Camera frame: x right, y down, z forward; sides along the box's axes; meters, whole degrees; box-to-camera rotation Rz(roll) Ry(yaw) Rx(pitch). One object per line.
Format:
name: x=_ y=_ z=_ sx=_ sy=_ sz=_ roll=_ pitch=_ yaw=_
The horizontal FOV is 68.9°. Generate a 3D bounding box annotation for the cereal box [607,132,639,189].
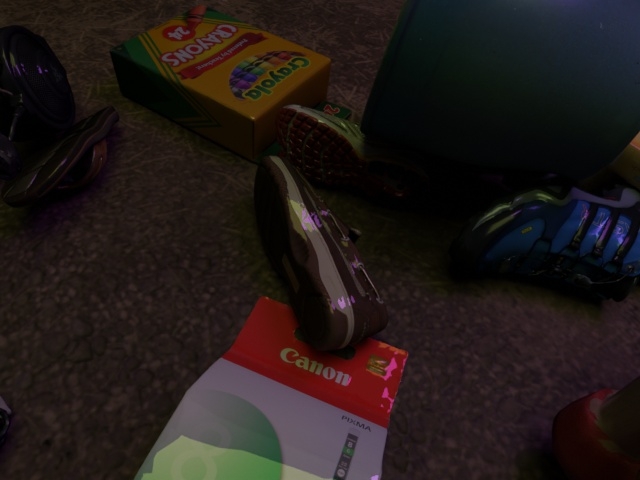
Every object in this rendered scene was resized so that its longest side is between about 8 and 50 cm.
cereal box: x=0.483 y=-0.119 z=0.608 sx=0.240 sy=0.047 sz=0.173 roll=-26 pitch=59 yaw=-29

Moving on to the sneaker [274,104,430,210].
sneaker: x=0.043 y=-0.120 z=0.637 sx=0.225 sy=0.088 sz=0.092 roll=26 pitch=44 yaw=-6

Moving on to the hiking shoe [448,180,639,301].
hiking shoe: x=0.304 y=0.008 z=0.543 sx=0.304 sy=0.113 sz=0.132 roll=-8 pitch=52 yaw=-13

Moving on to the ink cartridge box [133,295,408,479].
ink cartridge box: x=-0.025 y=0.156 z=0.427 sx=0.181 sy=0.056 sz=0.224 roll=20 pitch=53 yaw=9

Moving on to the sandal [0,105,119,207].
sandal: x=-0.314 y=-0.105 z=0.600 sx=0.090 sy=0.060 sz=0.219 roll=-17 pitch=34 yaw=14

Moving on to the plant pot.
plant pot: x=0.216 y=-0.198 z=0.522 sx=0.255 sy=0.271 sz=0.271 roll=24 pitch=52 yaw=3

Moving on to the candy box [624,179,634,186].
candy box: x=0.544 y=-0.098 z=0.684 sx=0.159 sy=0.071 sz=0.233 roll=24 pitch=52 yaw=12

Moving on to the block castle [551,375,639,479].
block castle: x=0.337 y=0.303 z=0.245 sx=0.453 sy=0.212 sz=0.303 roll=29 pitch=53 yaw=18

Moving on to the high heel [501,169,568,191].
high heel: x=0.276 y=-0.174 z=0.715 sx=0.186 sy=0.093 sz=0.261 roll=-17 pitch=54 yaw=-30

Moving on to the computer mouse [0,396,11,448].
computer mouse: x=-0.406 y=0.122 z=0.354 sx=0.272 sy=0.072 sz=0.188 roll=16 pitch=10 yaw=16

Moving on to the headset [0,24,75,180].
headset: x=-0.423 y=-0.173 z=0.542 sx=0.243 sy=0.185 sz=0.394 roll=-38 pitch=49 yaw=-18

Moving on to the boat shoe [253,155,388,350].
boat shoe: x=-0.003 y=0.005 z=0.537 sx=0.095 sy=0.095 sz=0.257 roll=-4 pitch=55 yaw=-29

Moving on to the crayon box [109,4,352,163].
crayon box: x=-0.127 y=-0.245 z=0.720 sx=0.319 sy=0.081 sz=0.202 roll=28 pitch=53 yaw=15
